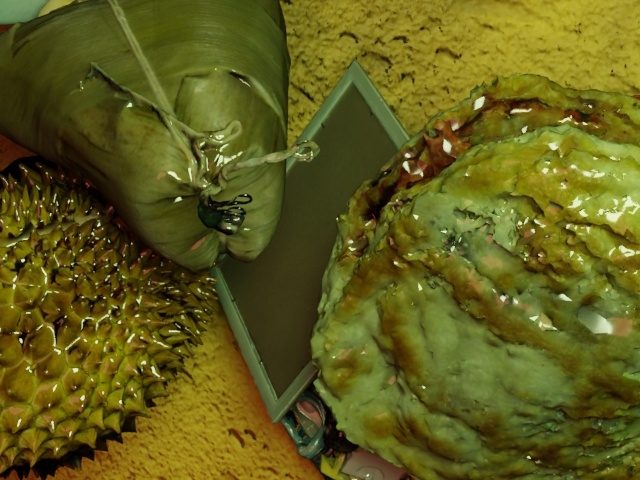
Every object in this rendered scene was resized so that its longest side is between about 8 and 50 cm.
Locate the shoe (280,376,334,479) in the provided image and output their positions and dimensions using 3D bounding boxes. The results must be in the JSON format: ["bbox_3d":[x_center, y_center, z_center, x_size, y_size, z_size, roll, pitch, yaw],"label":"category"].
[{"bbox_3d":[-0.001,0.202,1.231,0.064,0.071,0.143,-31,90,28],"label":"shoe"}]

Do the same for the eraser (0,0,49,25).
[{"bbox_3d":[-0.341,-0.305,1.173,0.104,0.290,0.189,26,111,21],"label":"eraser"}]

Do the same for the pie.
[{"bbox_3d":[0.189,0.081,0.978,0.395,0.180,0.418,20,126,-6],"label":"pie"}]

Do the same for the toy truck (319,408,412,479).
[{"bbox_3d":[0.092,0.115,1.144,0.136,0.111,0.286,20,102,-12],"label":"toy truck"}]

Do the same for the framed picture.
[{"bbox_3d":[0.000,0.000,1.158,0.293,0.018,0.231,-53,43,25],"label":"framed picture"}]

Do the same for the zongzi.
[{"bbox_3d":[-0.199,-0.073,1.021,0.418,0.447,0.181,-11,127,5],"label":"zongzi"}]

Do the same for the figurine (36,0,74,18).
[{"bbox_3d":[-0.199,-0.220,1.231,0.196,0.108,0.114,-10,130,20],"label":"figurine"}]

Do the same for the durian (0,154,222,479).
[{"bbox_3d":[-0.290,0.073,1.209,0.384,0.347,0.347,-42,81,35],"label":"durian"}]

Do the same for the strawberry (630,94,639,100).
[{"bbox_3d":[0.310,-0.081,1.010,0.192,0.085,0.140,-27,111,25],"label":"strawberry"}]
